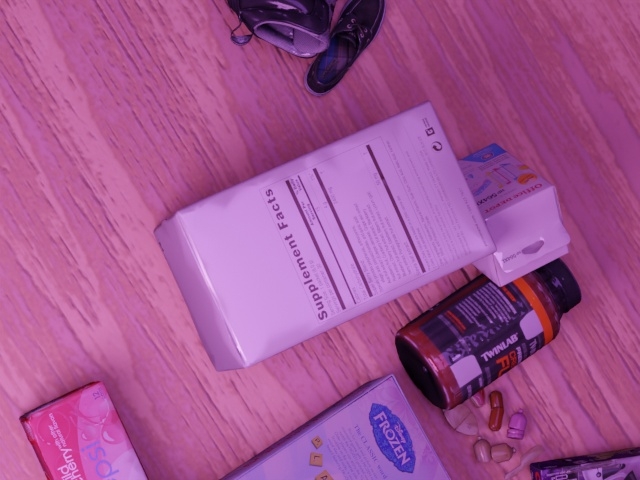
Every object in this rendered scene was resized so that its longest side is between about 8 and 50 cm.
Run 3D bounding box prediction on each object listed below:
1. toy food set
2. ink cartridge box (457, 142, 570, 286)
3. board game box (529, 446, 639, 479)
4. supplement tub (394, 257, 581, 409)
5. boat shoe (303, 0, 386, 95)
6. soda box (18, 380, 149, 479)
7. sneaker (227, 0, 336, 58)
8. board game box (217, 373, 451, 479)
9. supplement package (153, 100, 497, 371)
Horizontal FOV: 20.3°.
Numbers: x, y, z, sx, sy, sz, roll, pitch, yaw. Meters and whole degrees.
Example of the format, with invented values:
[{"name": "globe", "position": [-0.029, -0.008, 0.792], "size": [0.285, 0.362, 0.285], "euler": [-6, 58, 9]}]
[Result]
[{"name": "toy food set", "position": [0.187, 0.201, 1.970], "size": [0.078, 0.019, 0.122], "euler": [-37, 86, -14]}, {"name": "ink cartridge box", "position": [0.195, -0.025, 1.917], "size": [0.092, 0.143, 0.090], "euler": [-27, 123, -15]}, {"name": "board game box", "position": [0.410, 0.326, 1.973], "size": [0.347, 0.056, 0.208], "euler": [-7, 98, -11]}, {"name": "supplement tub", "position": [0.185, 0.091, 1.935], "size": [0.198, 0.106, 0.106], "euler": [-33, 92, -13]}, {"name": "boat shoe", "position": [0.032, -0.219, 1.963], "size": [0.049, 0.040, 0.142], "euler": [33, 79, -8]}, {"name": "soda box", "position": [-0.213, 0.280, 1.837], "size": [0.092, 0.083, 0.263], "euler": [-25, 91, -14]}, {"name": "sneaker", "position": [0.015, -0.282, 1.927], "size": [0.268, 0.101, 0.153], "euler": [-11, 77, -8]}, {"name": "board game box", "position": [0.024, 0.353, 1.849], "size": [0.318, 0.066, 0.319], "euler": [-30, 92, -30]}, {"name": "supplement package", "position": [0.000, 0.000, 1.864], "size": [0.293, 0.177, 0.175], "euler": [-24, 91, -14]}]
